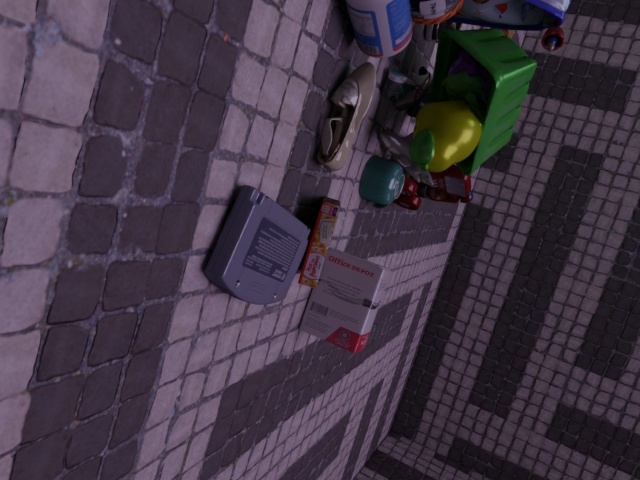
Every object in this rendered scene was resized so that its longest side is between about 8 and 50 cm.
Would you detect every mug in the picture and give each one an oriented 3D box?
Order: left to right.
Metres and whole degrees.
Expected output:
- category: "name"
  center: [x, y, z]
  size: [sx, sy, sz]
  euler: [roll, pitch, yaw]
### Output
- category: "mug"
  center: [0.187, -0.165, 1.519]
  size: [0.129, 0.097, 0.158]
  euler: [-68, 158, -4]

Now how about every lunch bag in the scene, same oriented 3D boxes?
- category: "lunch bag"
  center: [0.450, -0.711, 1.278]
  size: [0.239, 0.385, 0.328]
  euler: [14, 97, -69]

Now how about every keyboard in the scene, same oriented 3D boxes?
- category: "keyboard"
  center: [0.321, -0.428, 1.713]
  size: [0.180, 0.023, 0.108]
  euler: [-24, 124, -60]

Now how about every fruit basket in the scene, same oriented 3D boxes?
- category: "fruit basket"
  center: [0.358, -0.340, 1.413]
  size: [0.392, 0.283, 0.392]
  euler: [-22, 149, -14]

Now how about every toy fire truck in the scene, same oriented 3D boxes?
- category: "toy fire truck"
  center: [0.371, -0.189, 1.724]
  size: [0.169, 0.254, 0.302]
  euler: [-66, 158, -9]

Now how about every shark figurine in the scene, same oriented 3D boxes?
- category: "shark figurine"
  center: [0.236, -0.287, 1.509]
  size: [0.116, 0.166, 0.278]
  euler: [-45, 131, 7]

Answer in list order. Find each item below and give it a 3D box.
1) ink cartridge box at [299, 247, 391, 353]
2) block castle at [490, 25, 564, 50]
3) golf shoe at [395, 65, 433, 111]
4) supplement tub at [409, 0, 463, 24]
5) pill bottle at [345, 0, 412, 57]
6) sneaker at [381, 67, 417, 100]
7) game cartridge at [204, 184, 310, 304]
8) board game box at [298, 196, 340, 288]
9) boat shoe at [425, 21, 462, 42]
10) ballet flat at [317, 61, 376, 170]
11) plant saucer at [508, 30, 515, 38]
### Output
- category: "ink cartridge box"
  center: [0.068, 0.157, 1.418]
  size: [0.100, 0.172, 0.237]
  euler: [10, 99, -69]
- category: "block castle"
  center: [0.788, -0.934, 1.956]
  size: [0.453, 0.303, 0.213]
  euler: [72, 33, -56]
- category: "golf shoe"
  center: [0.267, -0.441, 1.535]
  size: [0.186, 0.067, 0.086]
  euler: [-44, 112, -35]
- category: "supplement tub"
  center: [0.212, -0.601, 1.067]
  size: [0.193, 0.193, 0.316]
  euler: [-67, 158, -8]
- category: "pill bottle"
  center: [0.111, -0.476, 1.029]
  size: [0.124, 0.124, 0.221]
  euler: [-64, 159, -13]
- category: "sneaker"
  center: [0.207, -0.415, 1.422]
  size: [0.166, 0.065, 0.076]
  euler: [-15, 139, -61]
- category: "game cartridge"
  center: [-0.115, 0.026, 1.033]
  size: [0.196, 0.060, 0.294]
  euler: [-70, 159, -8]
- category: "board game box"
  center: [0.000, 0.000, 1.223]
  size: [0.147, 0.045, 0.193]
  euler: [-76, -177, -82]
- category: "boat shoe"
  center: [0.415, -0.705, 1.596]
  size: [0.305, 0.091, 0.109]
  euler: [-58, 156, -27]
- category: "ballet flat"
  center: [0.051, -0.272, 1.141]
  size: [0.086, 0.086, 0.248]
  euler: [-5, 115, -66]
- category: "plant saucer"
  center: [0.847, -1.072, 2.320]
  size: [0.333, 0.081, 0.333]
  euler: [-59, 156, -24]
